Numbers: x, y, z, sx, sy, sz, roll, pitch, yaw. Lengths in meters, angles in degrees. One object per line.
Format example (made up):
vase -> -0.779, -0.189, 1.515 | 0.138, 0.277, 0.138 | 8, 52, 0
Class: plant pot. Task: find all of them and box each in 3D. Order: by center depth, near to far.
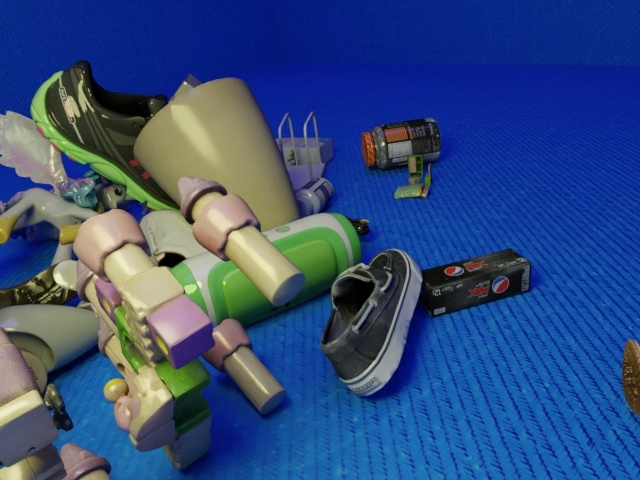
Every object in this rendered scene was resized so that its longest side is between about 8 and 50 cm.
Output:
plant pot -> -0.164, -0.111, 1.064 | 0.256, 0.274, 0.256 | -34, -8, -6

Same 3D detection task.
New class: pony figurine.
pony figurine -> -0.576, -0.069, 1.185 | 0.351, 0.303, 0.363 | 14, 33, 0

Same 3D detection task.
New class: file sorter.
file sorter -> -0.141, -0.219, 1.444 | 0.277, 0.173, 0.193 | -3, 26, 9

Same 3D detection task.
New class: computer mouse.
computer mouse -> 0.000, 0.000, 1.087 | 0.193, 0.042, 0.106 | -20, 16, -23

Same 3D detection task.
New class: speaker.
speaker -> -0.083, 0.049, 0.907 | 0.296, 0.131, 0.131 | -20, 28, -25

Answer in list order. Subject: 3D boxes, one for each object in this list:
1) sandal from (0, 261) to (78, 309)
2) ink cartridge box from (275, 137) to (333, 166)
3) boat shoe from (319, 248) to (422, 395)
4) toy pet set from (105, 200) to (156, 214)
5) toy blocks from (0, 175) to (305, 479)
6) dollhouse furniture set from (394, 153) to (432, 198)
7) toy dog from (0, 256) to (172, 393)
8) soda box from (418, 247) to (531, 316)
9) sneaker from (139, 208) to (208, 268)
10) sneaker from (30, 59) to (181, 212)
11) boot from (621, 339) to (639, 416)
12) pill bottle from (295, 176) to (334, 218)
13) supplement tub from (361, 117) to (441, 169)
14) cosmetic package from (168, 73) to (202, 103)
sandal -> -0.510, 0.105, 0.968 | 0.219, 0.090, 0.060 | -33, 5, -27
ink cartridge box -> -0.066, -0.250, 1.616 | 0.181, 0.062, 0.104 | 5, 27, 25
boat shoe -> 0.064, 0.080, 0.797 | 0.108, 0.102, 0.301 | -35, 15, 31
toy pet set -> -0.467, -0.074, 1.390 | 0.122, 0.065, 0.114 | 18, 0, 38
toy blocks -> -0.217, 0.091, 0.608 | 0.309, 0.289, 0.260 | -28, 57, -32
dollhouse furniture set -> 0.220, -0.151, 1.328 | 0.076, 0.059, 0.152 | 0, 26, 17
toy dog -> -0.378, 0.095, 0.838 | 0.220, 0.161, 0.334 | 1, 26, 28
soda box -> 0.234, 0.063, 0.874 | 0.169, 0.053, 0.060 | -12, 24, -11
sneaker -> -0.287, 0.017, 1.059 | 0.123, 0.106, 0.290 | -25, 31, -37
sneaker -> -0.351, -0.198, 1.213 | 0.202, 0.483, 0.185 | -49, 38, 14
boot -> 0.383, 0.169, 0.610 | 0.084, 0.059, 0.158 | -2, 34, 5
pill bottle -> -0.022, -0.090, 1.258 | 0.067, 0.067, 0.120 | 4, 27, 24
supplement tub -> 0.207, -0.248, 1.471 | 0.190, 0.117, 0.117 | -9, 25, -3
cosmetic package -> -0.397, -0.274, 1.498 | 0.309, 0.113, 0.160 | -50, 20, 12
